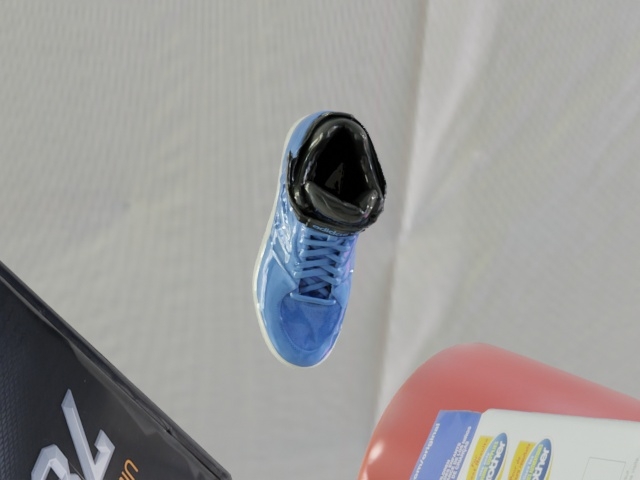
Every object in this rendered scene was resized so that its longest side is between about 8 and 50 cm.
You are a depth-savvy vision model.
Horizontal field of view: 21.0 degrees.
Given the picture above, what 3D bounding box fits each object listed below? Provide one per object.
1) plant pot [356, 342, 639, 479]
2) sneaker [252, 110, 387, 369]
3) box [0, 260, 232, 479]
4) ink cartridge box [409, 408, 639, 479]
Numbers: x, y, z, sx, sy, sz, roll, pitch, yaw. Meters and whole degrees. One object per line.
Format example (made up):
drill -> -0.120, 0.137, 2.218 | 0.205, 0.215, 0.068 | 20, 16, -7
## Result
plant pot -> 0.198, 0.230, 1.350 | 0.243, 0.275, 0.275 | 10, -28, 40
sneaker -> -0.001, 0.000, 0.989 | 0.058, 0.152, 0.084 | 10, -2, -11
box -> -0.151, 0.141, 0.566 | 0.073, 0.295, 0.293 | -25, -60, 38
ink cartridge box -> 0.117, 0.174, 0.777 | 0.065, 0.185, 0.311 | 29, -14, -25
